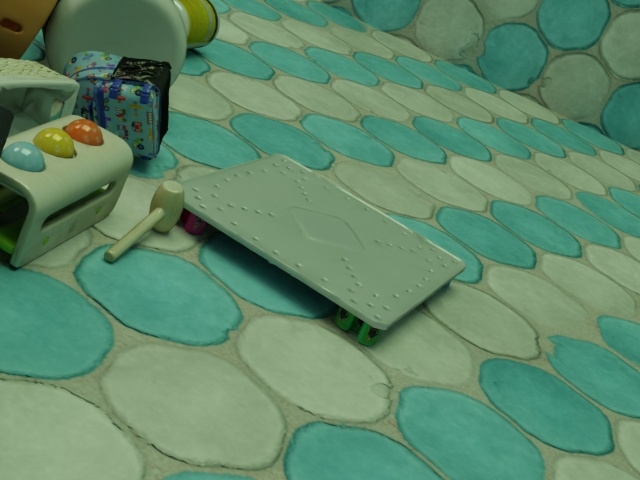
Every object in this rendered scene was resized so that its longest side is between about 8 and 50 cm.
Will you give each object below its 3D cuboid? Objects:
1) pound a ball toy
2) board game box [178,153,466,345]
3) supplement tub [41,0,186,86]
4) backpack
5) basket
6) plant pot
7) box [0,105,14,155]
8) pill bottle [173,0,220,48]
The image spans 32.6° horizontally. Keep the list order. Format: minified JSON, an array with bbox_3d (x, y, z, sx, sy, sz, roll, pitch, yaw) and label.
[{"bbox_3d":[-0.317,-0.072,1.432,0.208,0.135,0.319,28,22,7],"label":"pound a ball toy"},{"bbox_3d":[0.000,0.000,1.722,0.390,0.050,0.390,32,23,15],"label":"board game box"},{"bbox_3d":[-0.381,-0.398,1.962,0.241,0.241,0.331,15,24,-25],"label":"supplement tub"},{"bbox_3d":[-0.331,-0.215,1.728,0.173,0.158,0.117,11,41,0],"label":"backpack"},{"bbox_3d":[-0.460,-0.204,1.612,0.103,0.113,0.167,33,23,25],"label":"basket"},{"bbox_3d":[-0.553,-0.384,1.744,0.203,0.291,0.291,35,17,-24],"label":"plant pot"},{"bbox_3d":[-0.514,-0.076,1.086,0.343,0.179,0.312,27,24,-22],"label":"box"},{"bbox_3d":[-0.314,-0.470,2.359,0.119,0.119,0.208,31,22,13],"label":"pill bottle"}]
